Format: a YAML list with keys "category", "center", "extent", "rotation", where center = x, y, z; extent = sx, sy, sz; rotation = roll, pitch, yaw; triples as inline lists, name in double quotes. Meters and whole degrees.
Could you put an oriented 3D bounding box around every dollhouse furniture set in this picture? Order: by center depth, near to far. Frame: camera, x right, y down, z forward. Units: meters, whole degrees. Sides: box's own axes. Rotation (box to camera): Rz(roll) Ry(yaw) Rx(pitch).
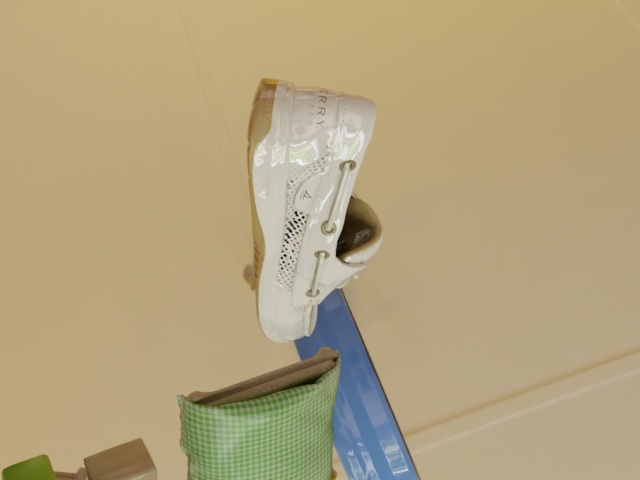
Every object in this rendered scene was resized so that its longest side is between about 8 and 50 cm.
- category: "dollhouse furniture set"
  center: [-0.083, 0.246, 0.571]
  extent: [0.301, 0.198, 0.151]
  rotation: [-15, -141, -28]

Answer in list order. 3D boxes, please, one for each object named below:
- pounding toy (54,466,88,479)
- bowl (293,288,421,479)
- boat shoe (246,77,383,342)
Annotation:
- category: "pounding toy"
  center: [-0.355, 0.350, 0.849]
  extent: [0.154, 0.269, 0.154]
  rotation: [4, -93, 2]
- category: "bowl"
  center: [0.044, 0.195, 0.923]
  extent: [0.077, 0.391, 0.391]
  rotation: [-22, -121, 0]
- category: "boat shoe"
  center: [0.000, 0.000, 0.519]
  extent: [0.096, 0.277, 0.098]
  rotation: [3, -125, 1]
